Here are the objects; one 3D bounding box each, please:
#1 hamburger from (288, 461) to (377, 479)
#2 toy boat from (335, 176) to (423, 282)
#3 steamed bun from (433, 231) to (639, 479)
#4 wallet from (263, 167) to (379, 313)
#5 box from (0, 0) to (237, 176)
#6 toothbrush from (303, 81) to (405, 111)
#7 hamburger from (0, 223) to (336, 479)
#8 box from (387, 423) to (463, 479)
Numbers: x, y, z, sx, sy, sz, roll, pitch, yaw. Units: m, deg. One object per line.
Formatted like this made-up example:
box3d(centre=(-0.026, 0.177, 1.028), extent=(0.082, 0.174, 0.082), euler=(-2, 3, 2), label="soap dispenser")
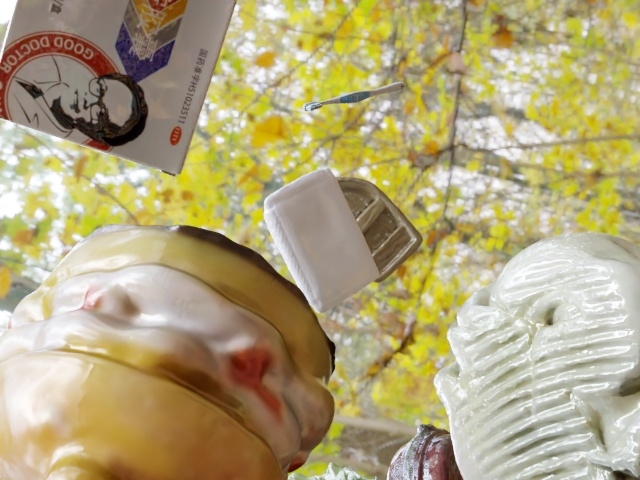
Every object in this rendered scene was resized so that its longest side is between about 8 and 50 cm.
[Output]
box3d(centre=(-0.024, 0.350, 0.855), extent=(0.212, 0.274, 0.274), euler=(8, -82, -42), label="hamburger")
box3d(centre=(0.061, -0.032, 1.447), extent=(0.116, 0.061, 0.188), euler=(-45, -74, 0), label="toy boat")
box3d(centre=(0.314, 0.171, 0.985), extent=(0.247, 0.352, 0.339), euler=(-1, -34, -35), label="steamed bun")
box3d(centre=(0.000, 0.000, 1.260), extent=(0.124, 0.032, 0.183), euler=(-31, -81, -25), label="wallet")
box3d(centre=(-0.196, -0.267, 0.952), extent=(0.069, 0.214, 0.353), euler=(-116, 45, -73), label="box")
box3d(centre=(0.044, -0.178, 1.121), extent=(0.162, 0.017, 0.014), euler=(-20, -64, -36), label="toothbrush")
box3d(centre=(-0.134, 0.149, 0.688), extent=(0.276, 0.276, 0.237), euler=(72, -152, -45), label="hamburger")
box3d(centre=(0.232, 0.415, 1.256), extent=(0.404, 0.108, 0.263), euler=(32, -132, -41), label="box")
